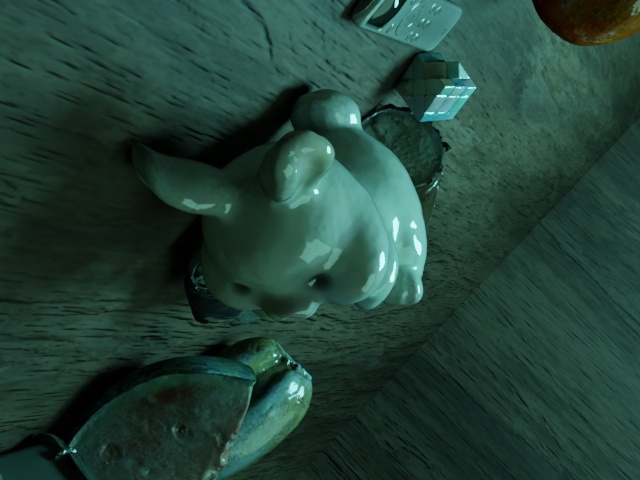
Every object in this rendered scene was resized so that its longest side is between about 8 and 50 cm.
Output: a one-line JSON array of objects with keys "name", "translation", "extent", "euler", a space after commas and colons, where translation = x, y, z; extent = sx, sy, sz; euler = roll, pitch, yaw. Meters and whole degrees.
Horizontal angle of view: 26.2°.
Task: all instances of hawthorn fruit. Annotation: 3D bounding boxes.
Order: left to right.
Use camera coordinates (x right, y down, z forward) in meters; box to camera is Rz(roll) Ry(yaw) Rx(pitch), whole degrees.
[{"name": "hawthorn fruit", "translation": [0.341, -0.327, 1.683], "extent": [0.189, 0.189, 0.189], "euler": [-42, 165, -14]}]

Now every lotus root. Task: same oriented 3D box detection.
[{"name": "lotus root", "translation": [-0.159, 0.267, 1.950], "extent": [0.322, 0.158, 0.140], "euler": [-36, 165, -7]}]

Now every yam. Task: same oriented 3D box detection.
[{"name": "yam", "translation": [0.093, -0.065, 1.793], "extent": [0.131, 0.131, 0.279], "euler": [-41, 164, -16]}]

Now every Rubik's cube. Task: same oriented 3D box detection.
[{"name": "Rubik's cube", "translation": [0.141, -0.195, 1.684], "extent": [0.084, 0.073, 0.075], "euler": [-46, 150, 24]}]

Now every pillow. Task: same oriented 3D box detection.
[{"name": "pillow", "translation": [-0.061, 0.019, 1.652], "extent": [0.335, 0.092, 0.161], "euler": [-13, 133, -62]}]

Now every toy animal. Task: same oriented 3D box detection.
[{"name": "toy animal", "translation": [-0.028, -0.042, 1.363], "extent": [0.196, 0.241, 0.367], "euler": [-9, 176, 21]}]

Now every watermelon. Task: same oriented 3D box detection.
[{"name": "watermelon", "translation": [-0.194, 0.259, 1.740], "extent": [0.318, 0.226, 0.148], "euler": [-36, -166, 9]}]

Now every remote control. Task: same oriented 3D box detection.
[{"name": "remote control", "translation": [0.101, -0.244, 1.506], "extent": [0.067, 0.029, 0.261], "euler": [-49, 165, 15]}]

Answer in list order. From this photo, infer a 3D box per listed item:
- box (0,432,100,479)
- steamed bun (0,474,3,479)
[{"name": "box", "translation": [-0.372, 0.352, 1.602], "extent": [0.243, 0.163, 0.135], "euler": [-49, 156, 21]}, {"name": "steamed bun", "translation": [-0.400, 0.312, 1.425], "extent": [0.141, 0.172, 0.155], "euler": [-17, 169, -40]}]
